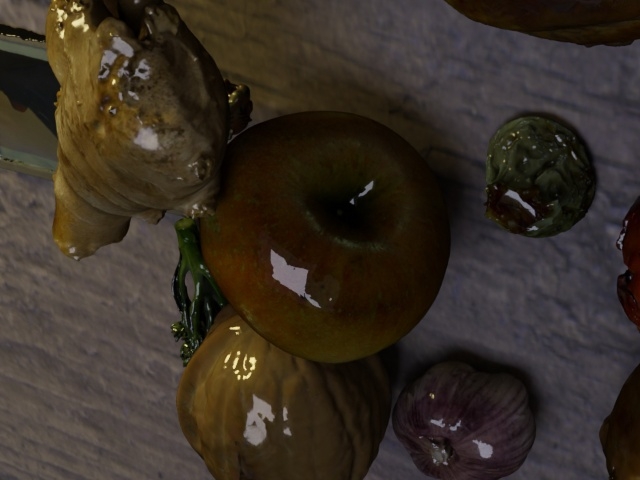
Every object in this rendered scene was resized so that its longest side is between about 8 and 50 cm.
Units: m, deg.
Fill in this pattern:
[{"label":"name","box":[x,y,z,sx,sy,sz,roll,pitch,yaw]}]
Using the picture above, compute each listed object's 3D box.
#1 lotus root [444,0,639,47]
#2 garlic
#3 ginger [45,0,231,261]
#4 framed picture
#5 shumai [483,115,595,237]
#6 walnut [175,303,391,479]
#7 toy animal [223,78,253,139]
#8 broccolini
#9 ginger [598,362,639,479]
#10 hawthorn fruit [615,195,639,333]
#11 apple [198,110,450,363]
[{"label":"lotus root","box":[0.203,-0.226,0.970,0.291,0.193,0.193,-11,121,37]},{"label":"garlic","box":[0.144,0.195,1.431,0.159,0.102,0.147,-6,125,38]},{"label":"ginger","box":[-0.202,-0.106,1.232,0.236,0.166,0.375,51,142,-13]},{"label":"framed picture","box":[-0.258,-0.130,1.468,0.266,0.018,0.192,15,133,23]},{"label":"shumai","box":[0.181,-0.037,1.206,0.099,0.087,0.123,8,132,27]},{"label":"walnut","box":[-0.038,0.166,1.439,0.225,0.225,0.261,12,132,25]},{"label":"toy animal","box":[-0.156,-0.104,1.371,0.099,0.057,0.241,45,136,-9]},{"label":"broccolini","box":[-0.124,0.057,1.530,0.091,0.068,0.202,5,119,14]},{"label":"ginger","box":[0.394,0.263,1.278,0.254,0.176,0.418,1,126,43]},{"label":"hawthorn fruit","box":[0.328,0.023,1.131,0.172,0.148,0.148,-5,126,14]},{"label":"apple","box":[0.000,0.000,1.264,0.237,0.237,0.207,40,157,-4]}]
